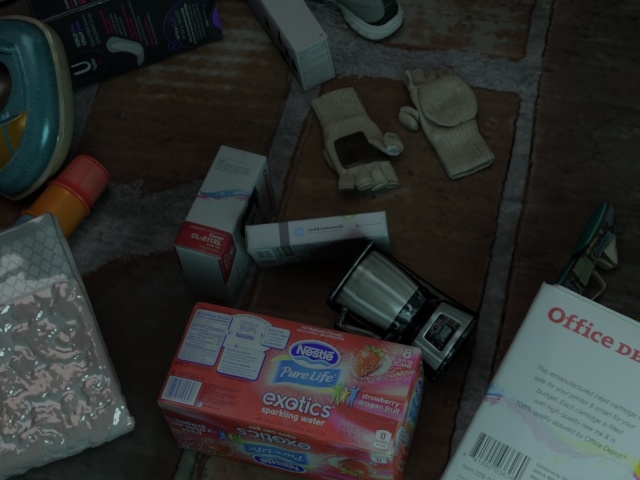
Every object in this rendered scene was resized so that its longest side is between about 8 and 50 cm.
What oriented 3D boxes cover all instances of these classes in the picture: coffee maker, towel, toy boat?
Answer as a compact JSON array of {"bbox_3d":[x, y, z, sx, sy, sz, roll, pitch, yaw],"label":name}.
[{"bbox_3d":[0.111,0.089,1.697,0.178,0.171,0.120,36,106,6],"label":"coffee maker"},{"bbox_3d":[-0.447,0.158,1.704,0.332,0.053,0.316,-20,84,-4],"label":"towel"},{"bbox_3d":[-0.509,-0.187,1.914,0.318,0.148,0.267,-2,94,27],"label":"toy boat"}]

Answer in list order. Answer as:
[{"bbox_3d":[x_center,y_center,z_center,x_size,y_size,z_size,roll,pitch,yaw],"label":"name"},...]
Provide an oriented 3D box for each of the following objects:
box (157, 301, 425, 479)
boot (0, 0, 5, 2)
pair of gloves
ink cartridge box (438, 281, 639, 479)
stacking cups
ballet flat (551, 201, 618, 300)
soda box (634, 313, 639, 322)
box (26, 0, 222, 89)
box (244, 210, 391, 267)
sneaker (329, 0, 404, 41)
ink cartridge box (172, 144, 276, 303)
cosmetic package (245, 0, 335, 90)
[{"bbox_3d":[-0.031,0.198,1.640,0.300,0.142,0.154,10,59,14],"label":"box"},{"bbox_3d":[-0.501,-0.488,2.132,0.213,0.165,0.077,-31,58,-14],"label":"boot"},{"bbox_3d":[0.118,-0.167,1.917,0.240,0.042,0.204,-13,56,-2],"label":"pair of gloves"},{"bbox_3d":[0.298,0.238,1.528,0.226,0.131,0.306,27,83,23],"label":"ink cartridge box"},{"bbox_3d":[-0.416,0.004,1.845,0.096,0.096,0.316,22,62,20],"label":"stacking cups"},{"bbox_3d":[0.360,0.034,1.751,0.070,0.070,0.188,26,66,22],"label":"ballet flat"},{"bbox_3d":[0.385,0.170,1.653,0.061,0.058,0.181,34,67,24],"label":"soda box"},{"bbox_3d":[-0.308,-0.370,2.030,0.270,0.165,0.143,-21,56,-7],"label":"box"},{"bbox_3d":[0.000,0.000,1.762,0.186,0.145,0.038,-5,79,4],"label":"box"},{"bbox_3d":[0.021,-0.423,2.057,0.271,0.108,0.100,35,70,27],"label":"sneaker"},{"bbox_3d":[-0.128,-0.023,1.804,0.072,0.127,0.175,15,61,15],"label":"ink cartridge box"},{"bbox_3d":[-0.060,-0.350,2.025,0.060,0.099,0.239,-25,57,-9],"label":"cosmetic package"}]
